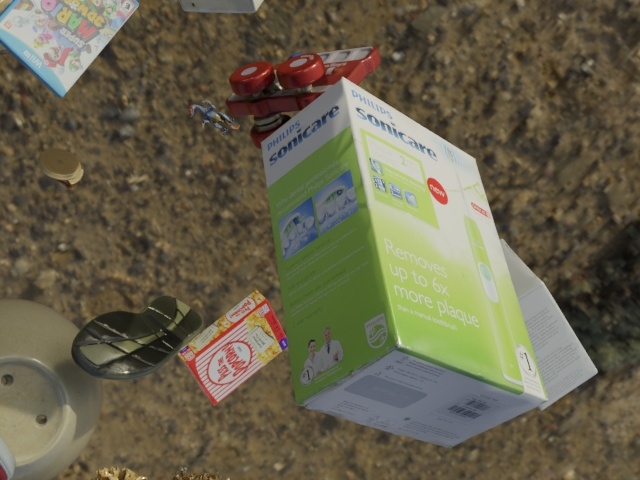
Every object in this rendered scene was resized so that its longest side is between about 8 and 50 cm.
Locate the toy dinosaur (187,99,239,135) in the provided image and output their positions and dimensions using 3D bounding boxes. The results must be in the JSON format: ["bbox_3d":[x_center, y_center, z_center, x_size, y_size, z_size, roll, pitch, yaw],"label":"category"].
[{"bbox_3d":[-0.207,-0.228,1.794,0.047,0.082,0.090,-58,164,-2],"label":"toy dinosaur"}]

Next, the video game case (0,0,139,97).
[{"bbox_3d":[-0.317,-0.279,1.193,0.119,0.015,0.166,46,67,-32],"label":"video game case"}]

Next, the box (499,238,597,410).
[{"bbox_3d":[0.256,0.106,1.221,0.091,0.130,0.170,-35,118,4],"label":"box"}]

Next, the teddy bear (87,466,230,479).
[{"bbox_3d":[-0.113,0.282,0.717,0.113,0.338,0.245,-24,102,6],"label":"teddy bear"}]

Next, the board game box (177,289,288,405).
[{"bbox_3d":[-0.165,0.207,1.830,0.193,0.045,0.147,-38,137,-14],"label":"board game box"}]

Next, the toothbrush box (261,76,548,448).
[{"bbox_3d":[0.070,0.024,0.879,0.206,0.283,0.122,25,132,-39],"label":"toothbrush box"}]

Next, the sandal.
[{"bbox_3d":[-0.290,0.170,1.541,0.086,0.120,0.303,-50,168,20],"label":"sandal"}]

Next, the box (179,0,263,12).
[{"bbox_3d":[-0.120,-0.517,1.583,0.121,0.148,0.311,70,36,-44],"label":"box"}]

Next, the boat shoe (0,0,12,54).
[{"bbox_3d":[-0.497,-0.285,1.259,0.341,0.121,0.110,-37,143,-37],"label":"boat shoe"}]

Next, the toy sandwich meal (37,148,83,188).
[{"bbox_3d":[-0.471,-0.131,1.728,0.085,0.085,0.029,-4,143,-33],"label":"toy sandwich meal"}]

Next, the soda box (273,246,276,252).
[{"bbox_3d":[0.000,0.000,1.341,0.058,0.063,0.183,-32,179,-27],"label":"soda box"}]

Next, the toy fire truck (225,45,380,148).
[{"bbox_3d":[-0.043,-0.337,2.079,0.254,0.302,0.169,-53,131,-44],"label":"toy fire truck"}]

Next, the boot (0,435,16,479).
[{"bbox_3d":[-0.504,0.275,1.178,0.088,0.176,0.244,-16,126,36],"label":"boot"}]

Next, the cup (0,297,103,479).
[{"bbox_3d":[-0.499,0.258,1.529,0.331,0.237,0.331,1,87,-21],"label":"cup"}]
